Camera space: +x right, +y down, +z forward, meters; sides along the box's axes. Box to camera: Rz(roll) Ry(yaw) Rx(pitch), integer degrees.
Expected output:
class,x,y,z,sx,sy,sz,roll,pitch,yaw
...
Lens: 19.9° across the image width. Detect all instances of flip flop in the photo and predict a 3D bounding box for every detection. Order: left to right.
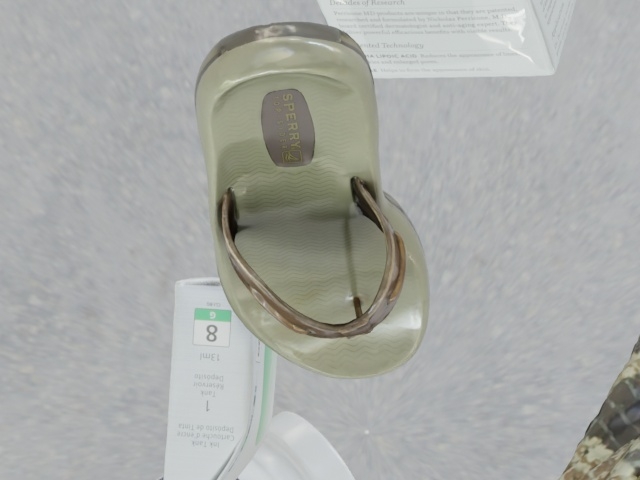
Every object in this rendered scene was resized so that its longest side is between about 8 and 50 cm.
class,x,y,z,sx,sy,sz,roll,pitch,yaw
flip flop,0.000,0.000,0.928,0.112,0.277,0.080,-13,55,-1

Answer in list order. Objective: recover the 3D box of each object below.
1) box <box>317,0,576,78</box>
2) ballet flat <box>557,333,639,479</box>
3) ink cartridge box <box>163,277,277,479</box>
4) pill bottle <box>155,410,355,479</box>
class,x,y,z,sx,sy,sz,roll,pitch,yaw
box,0.111,-0.233,1.470,0.182,0.119,0.181,2,52,25
ballet flat,0.150,0.096,0.567,0.483,0.182,0.164,-44,101,-27
ink cartridge box,-0.061,0.139,1.115,0.056,0.181,0.225,1,86,3
pill bottle,-0.099,0.265,1.523,0.264,0.153,0.153,-34,84,-21
